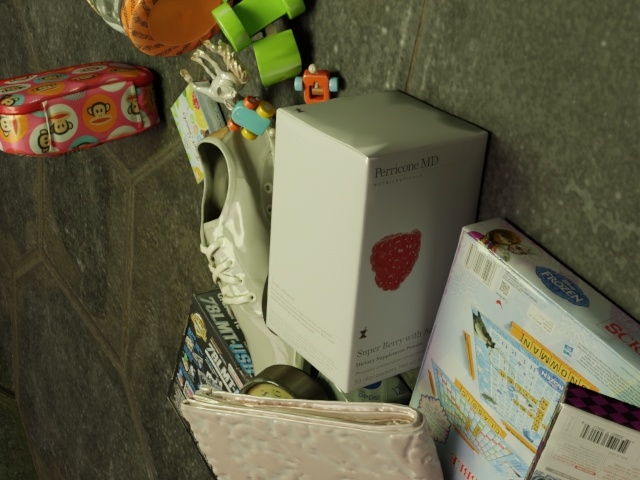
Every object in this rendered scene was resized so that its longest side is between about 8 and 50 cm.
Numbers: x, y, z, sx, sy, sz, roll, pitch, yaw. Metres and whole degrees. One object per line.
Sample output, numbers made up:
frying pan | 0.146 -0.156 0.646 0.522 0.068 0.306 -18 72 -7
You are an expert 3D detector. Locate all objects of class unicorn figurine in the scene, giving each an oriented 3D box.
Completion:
unicorn figurine | -0.137 -0.223 1.357 0.111 0.060 0.162 38 173 -12

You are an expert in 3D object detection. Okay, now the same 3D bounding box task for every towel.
towel | 0.014 0.313 1.224 0.317 0.053 0.331 3 133 25

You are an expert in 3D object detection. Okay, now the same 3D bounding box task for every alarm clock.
alarm clock | -0.027 0.233 1.271 0.192 0.064 0.129 17 122 34

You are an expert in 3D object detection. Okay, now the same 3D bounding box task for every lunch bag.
lunch bag | -0.458 -0.241 1.722 0.258 0.293 0.120 23 125 51

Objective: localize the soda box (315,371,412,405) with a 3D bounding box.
soda box | 0.025 0.281 1.368 0.091 0.098 0.286 52 141 31

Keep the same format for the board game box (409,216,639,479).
board game box | 0.238 0.191 1.041 0.319 0.066 0.317 45 136 38

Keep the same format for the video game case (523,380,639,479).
video game case | 0.301 0.253 0.882 0.232 0.042 0.210 19 125 11

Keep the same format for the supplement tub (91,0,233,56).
supplement tub | -0.275 -0.448 1.441 0.338 0.207 0.207 59 144 25

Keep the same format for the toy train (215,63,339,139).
toy train | -0.052 -0.192 1.309 0.046 0.166 0.125 -78 -17 -46

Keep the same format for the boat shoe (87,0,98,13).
boat shoe | -0.328 -0.379 1.618 0.170 0.063 0.059 39 175 -18

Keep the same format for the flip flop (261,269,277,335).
flip flop | 0.000 0.000 1.286 0.112 0.080 0.276 22 98 55

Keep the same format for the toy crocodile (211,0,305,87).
toy crocodile | -0.123 -0.363 1.285 0.340 0.115 0.105 57 178 -12

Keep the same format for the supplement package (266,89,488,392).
supplement package | 0.058 -0.005 1.135 0.175 0.178 0.292 35 130 46

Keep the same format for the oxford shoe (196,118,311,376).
oxford shoe | -0.103 0.040 1.392 0.169 0.130 0.449 -15 82 62

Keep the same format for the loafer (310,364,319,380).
loafer | -0.047 0.208 1.488 0.148 0.056 0.050 17 109 53

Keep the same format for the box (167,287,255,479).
box | -0.154 0.282 1.664 0.295 0.073 0.293 53 140 32

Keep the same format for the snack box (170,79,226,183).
snack box | -0.191 -0.176 1.575 0.100 0.037 0.141 -37 71 57
